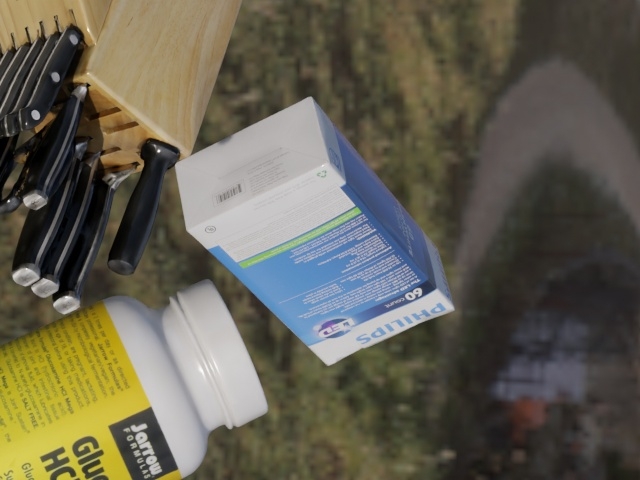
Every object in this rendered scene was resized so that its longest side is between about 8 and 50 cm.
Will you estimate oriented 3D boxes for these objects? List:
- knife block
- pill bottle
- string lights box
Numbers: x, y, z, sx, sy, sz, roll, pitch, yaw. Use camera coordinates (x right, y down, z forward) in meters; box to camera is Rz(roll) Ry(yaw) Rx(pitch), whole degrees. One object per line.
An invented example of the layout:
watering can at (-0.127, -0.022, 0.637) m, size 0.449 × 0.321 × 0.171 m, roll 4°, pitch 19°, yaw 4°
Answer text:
knife block at (-0.120, -0.093, 1.181) m, size 0.275 × 0.088 × 0.242 m, roll -20°, pitch 96°, yaw -51°
pill bottle at (-0.228, 0.168, 1.762) m, size 0.188 × 0.334 × 0.188 m, roll 155°, pitch -90°, yaw -83°
string lights box at (0.000, 0.000, 1.591) m, size 0.260 × 0.133 × 0.077 m, roll 48°, pitch 23°, yaw -50°
